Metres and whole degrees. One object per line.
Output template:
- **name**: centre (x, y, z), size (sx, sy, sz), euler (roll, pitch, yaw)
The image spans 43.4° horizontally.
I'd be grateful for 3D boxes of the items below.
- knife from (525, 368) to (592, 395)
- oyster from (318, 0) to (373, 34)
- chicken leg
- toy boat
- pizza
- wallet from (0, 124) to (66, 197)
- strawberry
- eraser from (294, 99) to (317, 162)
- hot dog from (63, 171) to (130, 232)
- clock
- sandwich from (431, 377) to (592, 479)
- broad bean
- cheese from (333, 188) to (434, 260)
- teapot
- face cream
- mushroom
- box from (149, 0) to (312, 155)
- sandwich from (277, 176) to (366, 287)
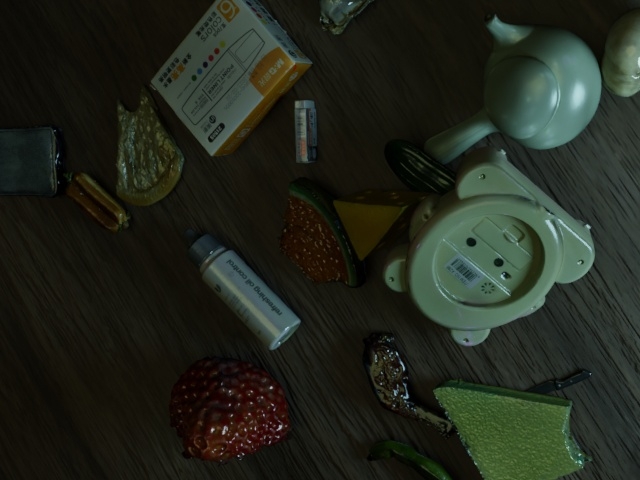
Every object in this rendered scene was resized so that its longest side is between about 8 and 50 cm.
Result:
- **knife**: centre (0.416, 0.271, 1.476), size (0.170, 0.010, 0.023), euler (-30, 85, 25)
- **oyster**: centre (0.048, -0.469, 1.516), size (0.166, 0.053, 0.108), euler (-43, 98, 15)
- **chicken leg**: centre (0.162, 0.292, 1.570), size (0.106, 0.051, 0.253), euler (-42, 83, 17)
- **toy boat**: centre (0.202, -0.110, 1.466), size (0.210, 0.052, 0.104), euler (36, 150, 3)
- **pizza**: centre (-0.381, -0.206, 1.746), size (0.181, 0.034, 0.262), euler (-5, 95, 25)
- **wallet**: centre (-0.690, -0.183, 1.884), size (0.222, 0.036, 0.167), euler (1, 98, 25)
- **strawberry**: centre (-0.201, 0.319, 1.615), size (0.253, 0.280, 0.150), euler (15, 100, 30)
- **eraser**: centre (-0.029, -0.213, 1.582), size (0.029, 0.052, 0.122), euler (2, 97, 22)
- **hot dog**: centre (-0.501, -0.087, 1.802), size (0.188, 0.055, 0.072), euler (42, 108, 14)
- **clock**: centre (0.283, 0.023, 1.407), size (0.284, 0.114, 0.309), euler (39, 117, -11)
- **sandwich**: centre (0.359, 0.331, 1.480), size (0.212, 0.063, 0.245), euler (-31, 89, 21)
- **broad bean**: centre (0.182, 0.436, 1.580), size (0.195, 0.046, 0.061), euler (14, 114, 26)
- **cheese**: centre (0.126, -0.052, 1.477), size (0.171, 0.093, 0.126), euler (-26, 86, 54)
- **teapot**: centre (0.332, -0.218, 1.377), size (0.220, 0.149, 0.318), euler (46, 137, 26)
- **face cream**: centre (-0.177, 0.088, 1.666), size (0.311, 0.092, 0.092), euler (45, 111, 13)
- **mushroom**: centre (0.512, -0.296, 1.283), size (0.122, 0.154, 0.154), euler (35, 109, 21)
- **box**: centre (-0.182, -0.336, 1.611), size (0.221, 0.091, 0.274), euler (48, 113, 10)
- **sandwich**: centre (0.011, -0.002, 1.586), size (0.235, 0.079, 0.159), euler (44, 122, 16)
